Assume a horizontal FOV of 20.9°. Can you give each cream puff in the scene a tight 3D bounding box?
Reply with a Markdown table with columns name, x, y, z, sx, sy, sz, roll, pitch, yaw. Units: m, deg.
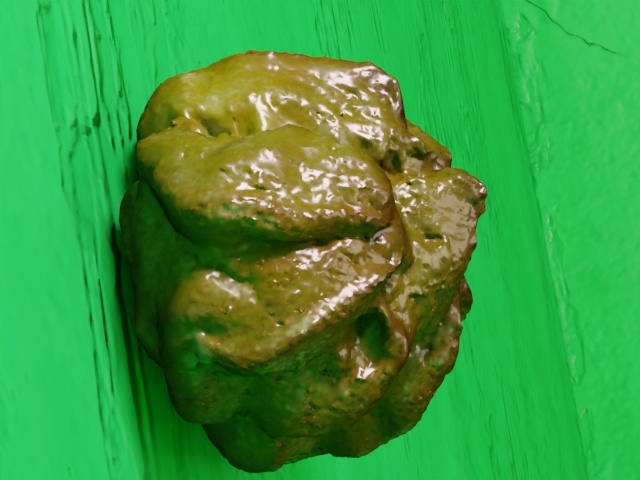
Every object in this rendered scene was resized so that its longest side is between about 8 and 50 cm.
| name | x | y | z | sx | sy | sz | roll | pitch | yaw |
| --- | --- | --- | --- | --- | --- | --- | --- | --- | --- |
| cream puff | -0.014 | 0.006 | 0.954 | 0.244 | 0.196 | 0.244 | 171 | -90 | -77 |
